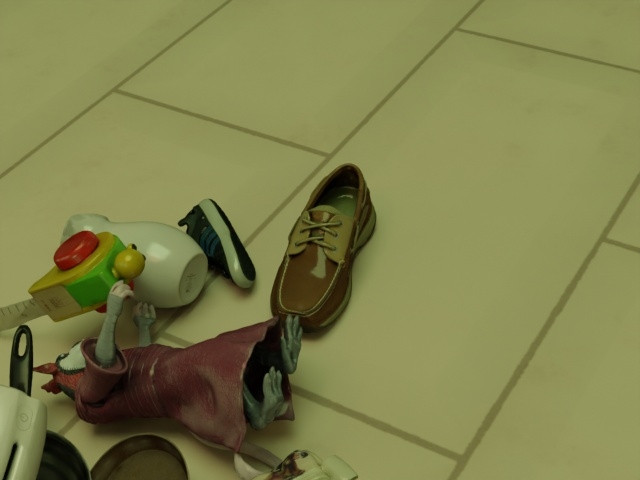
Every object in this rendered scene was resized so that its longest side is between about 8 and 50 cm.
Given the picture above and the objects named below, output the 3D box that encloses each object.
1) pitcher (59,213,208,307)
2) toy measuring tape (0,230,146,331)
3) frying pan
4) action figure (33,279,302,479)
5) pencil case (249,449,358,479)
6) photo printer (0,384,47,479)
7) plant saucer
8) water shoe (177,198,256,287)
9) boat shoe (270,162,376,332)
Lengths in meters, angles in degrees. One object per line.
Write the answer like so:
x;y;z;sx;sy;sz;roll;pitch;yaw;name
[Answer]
-0.268;0.022;1.714;0.207;0.126;0.177;19;16;22;pitcher
-0.369;0.058;1.612;0.330;0.121;0.121;-18;30;35;toy measuring tape
-0.404;0.281;1.409;0.197;0.053;0.326;-27;57;-9;frying pan
-0.208;0.197;1.494;0.370;0.248;0.276;-8;81;14;action figure
-0.145;0.372;1.226;0.410;0.184;0.160;-21;54;-20;pencil case
-0.433;0.289;1.256;0.307;0.107;0.256;-12;54;46;photo printer
-0.225;0.322;1.366;0.168;0.029;0.169;-14;58;24;plant saucer
-0.164;0.020;1.753;0.080;0.073;0.203;-35;43;5;water shoe
0.000;0.000;1.703;0.122;0.120;0.324;7;41;14;boat shoe
